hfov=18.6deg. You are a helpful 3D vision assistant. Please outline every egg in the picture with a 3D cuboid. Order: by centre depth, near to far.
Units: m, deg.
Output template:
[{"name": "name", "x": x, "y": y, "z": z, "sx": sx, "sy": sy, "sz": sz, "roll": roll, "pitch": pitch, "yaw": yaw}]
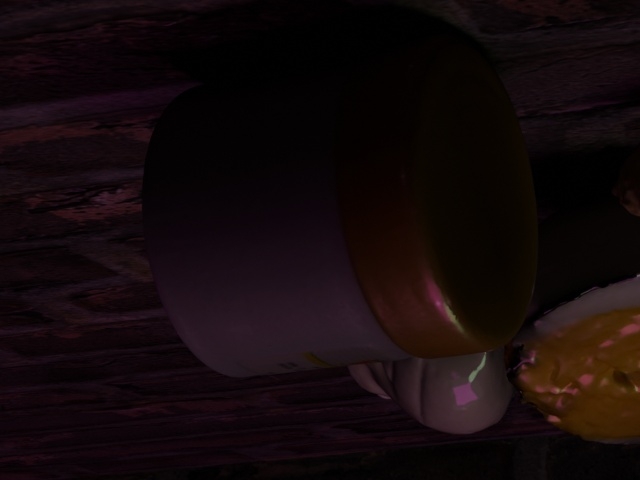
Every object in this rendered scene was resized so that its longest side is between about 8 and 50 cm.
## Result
[{"name": "egg", "x": 0.324, "y": 0.043, "z": 1.896, "sx": 0.337, "sy": 0.201, "sz": 0.337, "roll": -4, "pitch": 148, "yaw": -3}]

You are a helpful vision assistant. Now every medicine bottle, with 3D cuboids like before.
[{"name": "medicine bottle", "x": 0.019, "y": -0.022, "z": 1.485, "sx": 0.232, "sy": 0.238, "sz": 0.238, "roll": -9, "pitch": 165, "yaw": 28}]

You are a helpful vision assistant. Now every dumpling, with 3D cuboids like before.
[{"name": "dumpling", "x": 0.132, "y": 0.130, "z": 2.387, "sx": 0.227, "sy": 0.243, "sz": 0.175, "roll": 11, "pitch": -150, "yaw": 14}]

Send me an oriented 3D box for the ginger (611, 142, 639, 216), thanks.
[{"name": "ginger", "x": 0.358, "y": -0.072, "z": 1.576, "sx": 0.152, "sy": 0.138, "sz": 0.267, "roll": 34, "pitch": 139, "yaw": -25}]
